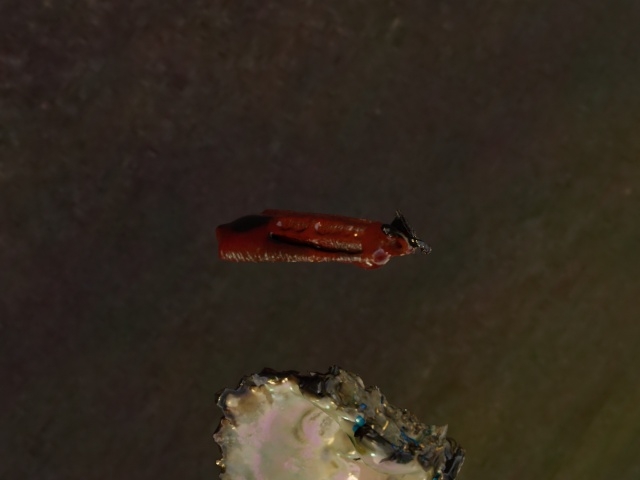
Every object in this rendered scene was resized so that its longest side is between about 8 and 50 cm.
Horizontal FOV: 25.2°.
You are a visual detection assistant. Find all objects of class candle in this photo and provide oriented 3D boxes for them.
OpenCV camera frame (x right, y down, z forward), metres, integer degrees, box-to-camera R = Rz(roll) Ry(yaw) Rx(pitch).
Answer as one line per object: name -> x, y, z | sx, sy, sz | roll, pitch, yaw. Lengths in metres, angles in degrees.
candle -> 0.000, 0.000, 1.548 | 0.084, 0.301, 0.059 | -48, 123, -31

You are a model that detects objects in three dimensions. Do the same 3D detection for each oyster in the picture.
oyster -> 0.017, 0.221, 1.488 | 0.092, 0.259, 0.198 | -51, 138, -58
